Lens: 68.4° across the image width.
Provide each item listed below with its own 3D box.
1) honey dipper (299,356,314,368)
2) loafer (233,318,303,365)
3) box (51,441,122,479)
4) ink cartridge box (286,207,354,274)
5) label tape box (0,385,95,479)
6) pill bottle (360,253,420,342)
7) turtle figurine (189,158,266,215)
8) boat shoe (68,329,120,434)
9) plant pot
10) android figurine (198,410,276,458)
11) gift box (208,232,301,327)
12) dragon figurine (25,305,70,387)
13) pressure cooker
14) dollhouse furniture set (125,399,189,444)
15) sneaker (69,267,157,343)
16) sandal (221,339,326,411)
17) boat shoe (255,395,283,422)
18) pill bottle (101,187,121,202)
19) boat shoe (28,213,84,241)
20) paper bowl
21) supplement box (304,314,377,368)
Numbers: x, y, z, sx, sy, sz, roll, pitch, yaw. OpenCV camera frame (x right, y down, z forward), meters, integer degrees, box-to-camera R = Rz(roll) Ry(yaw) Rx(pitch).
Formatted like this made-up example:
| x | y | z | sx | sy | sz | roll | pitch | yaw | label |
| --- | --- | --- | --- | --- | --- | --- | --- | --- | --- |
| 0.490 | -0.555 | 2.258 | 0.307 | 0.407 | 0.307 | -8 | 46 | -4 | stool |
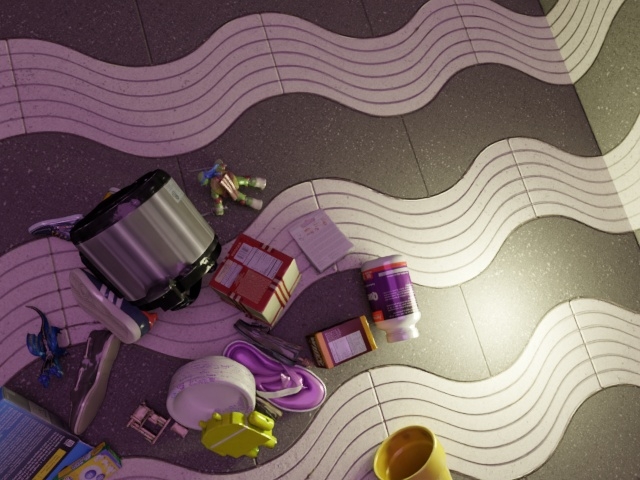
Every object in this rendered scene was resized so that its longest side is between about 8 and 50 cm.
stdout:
| x | y | z | sx | sy | sz | roll | pitch | yaw | label |
| --- | --- | --- | --- | --- | --- | --- | --- | --- | --- |
| -0.102 | 0.433 | 1.773 | 0.161 | 0.030 | 0.030 | 28 | 72 | -3 | honey dipper |
| -0.187 | 0.353 | 1.722 | 0.268 | 0.096 | 0.084 | 33 | 90 | 0 | loafer |
| -0.748 | 0.743 | 1.510 | 0.179 | 0.043 | 0.105 | -32 | 121 | -16 | box |
| 0.000 | 0.000 | 1.897 | 0.181 | 0.056 | 0.224 | -34 | 68 | -18 | ink cartridge box |
| -0.930 | 0.654 | 1.457 | 0.249 | 0.115 | 0.347 | -51 | 125 | -19 | label tape box |
| 0.278 | 0.225 | 1.832 | 0.182 | 0.181 | 0.322 | -11 | 80 | -16 | pill bottle |
| -0.367 | -0.202 | 1.819 | 0.266 | 0.274 | 0.197 | 12 | 50 | -31 | turtle figurine |
| -0.770 | 0.462 | 1.570 | 0.096 | 0.112 | 0.335 | 11 | 69 | 7 | boat shoe |
| 0.356 | 0.842 | 1.686 | 0.254 | 0.254 | 0.239 | -38 | 103 | -19 | plant pot |
| -0.282 | 0.649 | 1.578 | 0.248 | 0.056 | 0.273 | -36 | 124 | 20 | android figurine |
| -0.235 | 0.133 | 1.697 | 0.276 | 0.258 | 0.255 | 30 | 73 | 15 | gift box |
| -0.898 | 0.332 | 1.540 | 0.085 | 0.144 | 0.289 | -18 | 82 | -17 | dragon figurine |
| -0.535 | 0.026 | 1.540 | 0.420 | 0.376 | 0.370 | 55 | 50 | -24 | pressure cooker |
| -0.542 | 0.627 | 1.549 | 0.182 | 0.161 | 0.101 | 35 | 72 | -3 | dollhouse furniture set |
| -0.716 | 0.207 | 1.640 | 0.350 | 0.131 | 0.148 | 40 | 36 | 11 | sneaker |
| -0.169 | 0.500 | 1.700 | 0.416 | 0.102 | 0.169 | 27 | 73 | -7 | sandal |
| -0.208 | 0.601 | 1.692 | 0.152 | 0.056 | 0.049 | 32 | 67 | -5 | boat shoe |
| -0.748 | -0.074 | 1.686 | 0.118 | 0.117 | 0.208 | 25 | 73 | -7 | pill bottle |
| -0.922 | -0.031 | 1.661 | 0.184 | 0.065 | 0.083 | -17 | 80 | -18 | boat shoe |
| -0.362 | 0.500 | 1.586 | 0.285 | 0.284 | 0.148 | 7 | 36 | -12 | paper bowl |
| 0.070 | 0.376 | 1.740 | 0.194 | 0.191 | 0.129 | -18 | 82 | -18 | supplement box |
